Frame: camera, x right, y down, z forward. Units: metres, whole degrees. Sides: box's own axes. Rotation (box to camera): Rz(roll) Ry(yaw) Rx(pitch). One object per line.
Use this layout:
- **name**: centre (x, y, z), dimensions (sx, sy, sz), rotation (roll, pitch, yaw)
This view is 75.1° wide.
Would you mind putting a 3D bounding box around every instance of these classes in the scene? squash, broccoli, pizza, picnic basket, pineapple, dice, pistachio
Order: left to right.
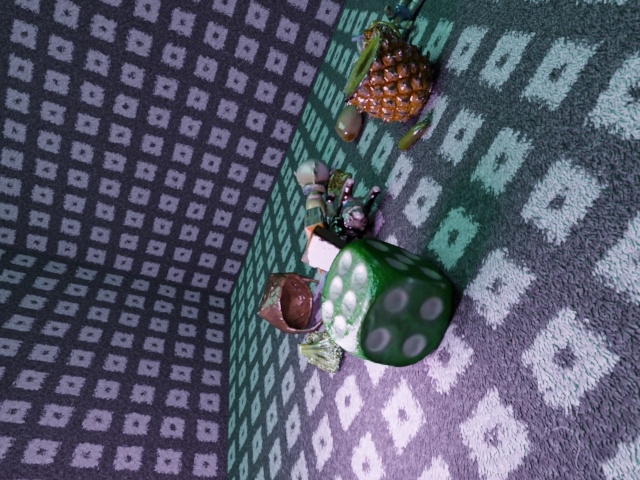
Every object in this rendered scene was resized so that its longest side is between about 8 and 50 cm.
- **picnic basket**: centre (-0.092, 0.309, 2.023), dimensions (0.337, 0.336, 0.293), rotation (-38, 34, 58)
- **broccoli**: centre (-0.008, 0.447, 1.733), dimensions (0.219, 0.194, 0.194), rotation (44, 116, 62)
- **pizza**: centre (0.088, -0.313, 2.246), dimensions (0.147, 0.069, 0.226), rotation (-69, 20, 7)
- **pistachio**: centre (0.158, -0.625, 2.213), dimensions (0.144, 0.143, 0.215), rotation (-16, 54, 67)
- **dice**: centre (0.189, 0.181, 1.249), dimensions (0.298, 0.299, 0.287), rotation (-68, 23, 14)
- **pineapple**: centre (0.275, -0.639, 1.646), dimensions (0.352, 0.299, 0.353), rotation (-165, 90, -71)
- **squash**: centre (0.359, -0.408, 1.618), dimensions (0.183, 0.052, 0.052), rotation (-38, 40, 54)

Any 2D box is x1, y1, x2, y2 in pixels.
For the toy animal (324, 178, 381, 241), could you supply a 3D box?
- **toy animal**: centre (0.125, -0.073, 1.783), dimensions (0.344, 0.194, 0.303), rotation (151, 128, -78)

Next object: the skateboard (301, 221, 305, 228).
- **skateboard**: centre (-0.059, -0.071, 2.473), dimensions (0.151, 0.067, 0.080), rotation (177, 99, -65)

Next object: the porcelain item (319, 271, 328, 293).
- **porcelain item**: centre (0.072, 0.179, 1.831), dimensions (0.147, 0.114, 0.147), rotation (-51, 29, 44)

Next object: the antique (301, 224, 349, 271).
- **antique**: centre (0.080, 0.065, 1.659), dimensions (0.125, 0.283, 0.150), rotation (-57, -9, -67)

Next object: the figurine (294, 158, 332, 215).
- **figurine**: centre (-0.038, -0.295, 2.370), dimensions (0.275, 0.226, 0.395), rotation (84, -178, -68)

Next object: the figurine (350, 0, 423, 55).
- **figurine**: centre (0.352, -0.994, 1.985), dimensions (0.381, 0.225, 0.205), rotation (-37, 11, 22)

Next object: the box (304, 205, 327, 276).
- **box**: centre (0.000, 0.000, 1.967), dimensions (0.221, 0.091, 0.274), rotation (-96, -10, -66)
